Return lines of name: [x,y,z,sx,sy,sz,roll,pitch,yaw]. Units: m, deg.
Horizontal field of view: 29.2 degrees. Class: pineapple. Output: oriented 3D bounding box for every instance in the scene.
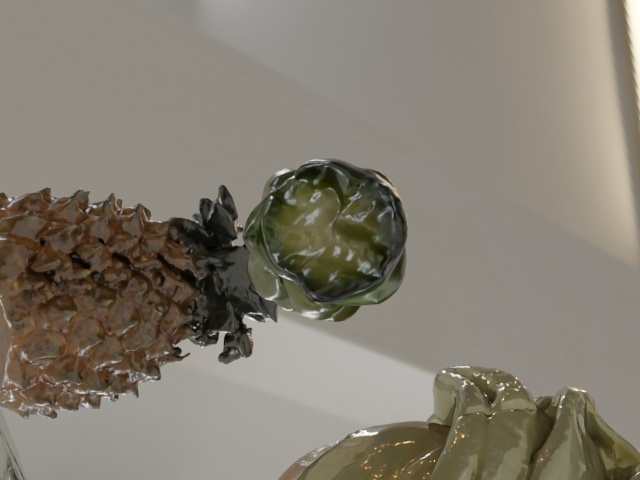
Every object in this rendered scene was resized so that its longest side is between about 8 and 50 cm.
pineapple: [-0.170,0.044,1.218,0.357,0.223,0.223,-9,-102,-26]

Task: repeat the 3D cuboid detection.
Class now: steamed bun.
steamed bun: [0.112,0.209,0.743,0.289,0.203,0.276,35,-119,-18]

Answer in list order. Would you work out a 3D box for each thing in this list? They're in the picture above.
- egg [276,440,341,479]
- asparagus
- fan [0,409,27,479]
egg: [0.016,0.338,1.373,0.195,0.195,0.233,33,-124,-33]
asparagus: [0.000,0.000,0.572,0.287,0.080,0.080,84,168,-84]
fan: [-0.103,0.103,0.442,0.009,0.191,0.329,-23,-100,-23]
